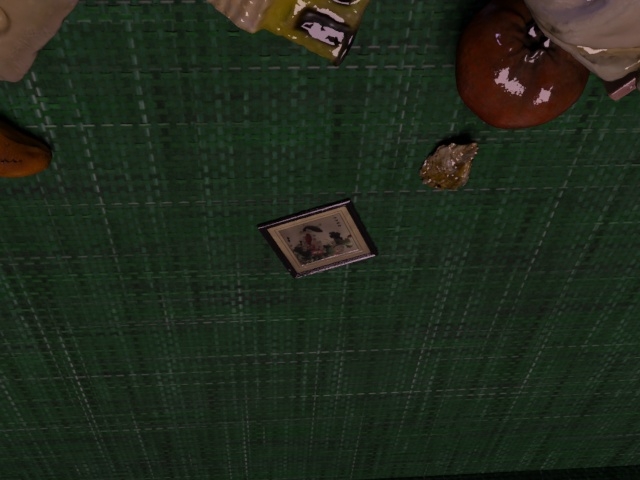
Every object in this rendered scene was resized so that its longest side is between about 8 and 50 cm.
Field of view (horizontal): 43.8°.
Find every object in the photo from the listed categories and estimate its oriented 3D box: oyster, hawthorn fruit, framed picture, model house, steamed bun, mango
[{"bbox_3d":[0.244,-0.137,1.461,0.146,0.045,0.121,-29,150,28],"label":"oyster"},{"bbox_3d":[0.290,-0.250,1.215,0.199,0.199,0.251,1,161,-8],"label":"hawthorn fruit"},{"bbox_3d":[0.000,0.000,1.623,0.199,0.010,0.195,-16,141,13],"label":"framed picture"},{"bbox_3d":[-0.040,-0.377,1.033,0.234,0.175,0.193,19,137,-13],"label":"model house"},{"bbox_3d":[0.381,-0.351,1.015,0.394,0.346,0.237,52,144,-14],"label":"steamed bun"},{"bbox_3d":[-0.531,-0.144,1.320,0.105,0.084,0.159,-28,137,35],"label":"mango"}]

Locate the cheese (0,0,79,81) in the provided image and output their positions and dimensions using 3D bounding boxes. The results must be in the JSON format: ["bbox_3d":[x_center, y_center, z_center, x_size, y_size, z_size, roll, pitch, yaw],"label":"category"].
[{"bbox_3d":[-0.471,-0.341,1.047,0.326,0.115,0.318,1,141,-4],"label":"cheese"}]

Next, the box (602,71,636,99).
[{"bbox_3d":[0.518,-0.277,1.297,0.025,0.048,0.115,30,129,-31],"label":"box"}]
